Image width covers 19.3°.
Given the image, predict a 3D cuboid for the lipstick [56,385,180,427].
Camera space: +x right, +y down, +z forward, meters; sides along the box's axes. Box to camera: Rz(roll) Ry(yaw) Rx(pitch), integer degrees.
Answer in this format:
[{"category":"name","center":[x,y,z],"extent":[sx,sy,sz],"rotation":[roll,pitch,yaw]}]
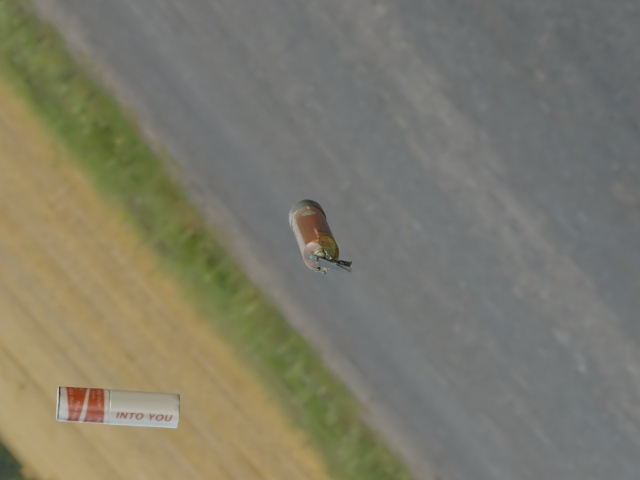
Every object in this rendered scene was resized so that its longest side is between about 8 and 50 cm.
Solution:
[{"category":"lipstick","center":[-0.218,0.179,2.025],"extent":[0.131,0.038,0.038],"rotation":[4,180,-10]}]

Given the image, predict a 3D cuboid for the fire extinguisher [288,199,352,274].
[{"category":"fire extinguisher","center":[0.000,0.000,1.087],"extent":[0.028,0.022,0.083],"rotation":[9,-162,-12]}]
